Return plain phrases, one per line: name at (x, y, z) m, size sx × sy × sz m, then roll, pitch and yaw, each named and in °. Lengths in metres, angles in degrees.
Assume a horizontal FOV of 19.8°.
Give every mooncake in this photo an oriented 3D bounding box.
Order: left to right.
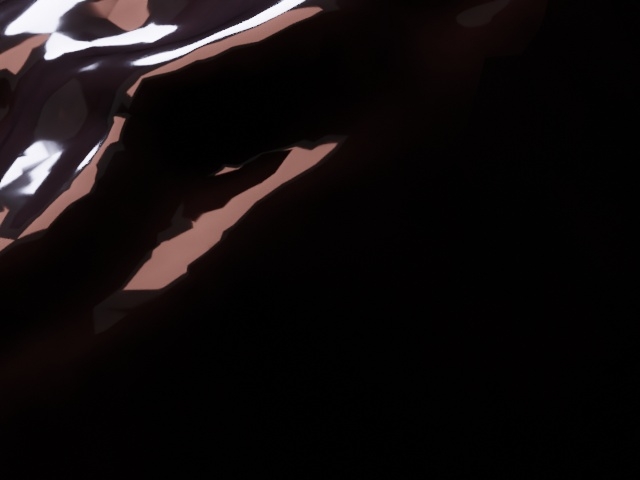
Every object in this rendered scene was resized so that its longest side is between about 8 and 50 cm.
mooncake at (-0.040, -0.003, 0.460) m, size 0.283 × 0.141 × 0.283 m, roll -30°, pitch 23°, yaw 14°
